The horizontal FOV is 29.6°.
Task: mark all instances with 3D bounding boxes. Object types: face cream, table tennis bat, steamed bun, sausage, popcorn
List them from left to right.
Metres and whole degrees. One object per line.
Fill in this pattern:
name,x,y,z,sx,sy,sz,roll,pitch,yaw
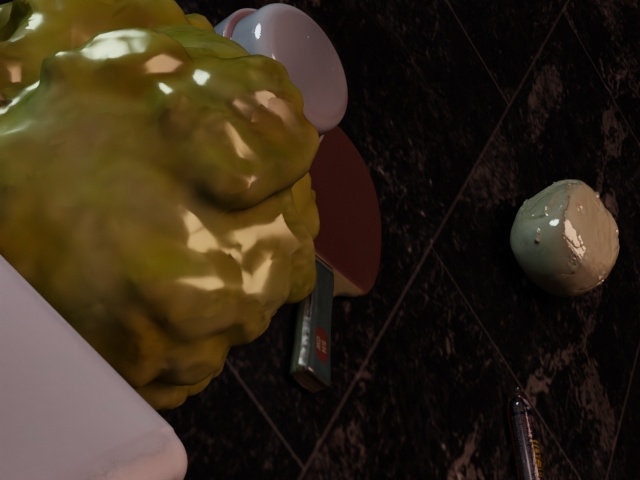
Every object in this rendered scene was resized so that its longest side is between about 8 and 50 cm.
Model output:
popcorn,-0.119,-0.025,0.650,0.242,0.235,0.250,45,4,4
face cream,-0.046,-0.113,0.911,0.117,0.104,0.117,34,44,-40
table tennis bat,0.000,0.000,0.983,0.154,0.021,0.274,39,40,-35
sausage,0.195,0.229,1.111,0.028,0.025,0.198,23,53,-44
steamed bun,0.254,0.004,1.274,0.112,0.091,0.130,51,38,-14

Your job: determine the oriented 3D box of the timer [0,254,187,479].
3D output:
timer,-0.199,0.098,0.420,0.195,0.194,0.192,41,27,19
